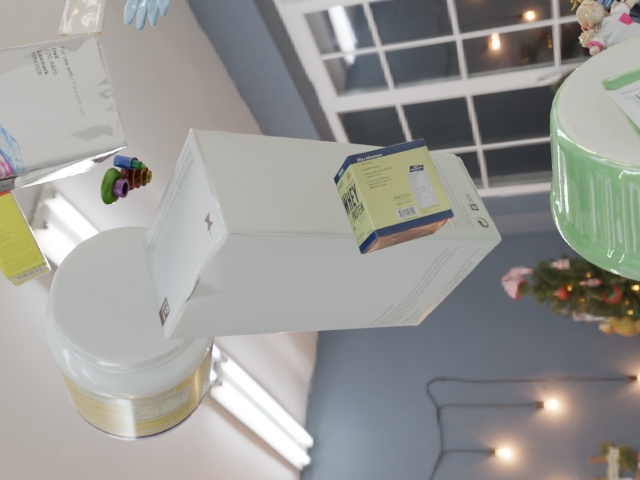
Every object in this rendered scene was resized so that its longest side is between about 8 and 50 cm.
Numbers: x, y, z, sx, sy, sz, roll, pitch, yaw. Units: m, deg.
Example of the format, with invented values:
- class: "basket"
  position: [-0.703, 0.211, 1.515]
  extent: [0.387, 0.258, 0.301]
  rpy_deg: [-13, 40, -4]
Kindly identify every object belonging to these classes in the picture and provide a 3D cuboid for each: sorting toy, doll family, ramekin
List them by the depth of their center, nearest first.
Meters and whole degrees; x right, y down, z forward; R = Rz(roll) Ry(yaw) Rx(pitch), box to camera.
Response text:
- class: "ramekin"
  position: [0.405, -0.110, 0.815]
  extent: [0.303, 0.303, 0.148]
  rpy_deg: [-76, -30, -43]
- class: "doll family"
  position: [0.436, -0.344, 1.002]
  extent: [0.263, 0.163, 0.118]
  rpy_deg: [-56, -6, -3]
- class: "sorting toy"
  position: [-0.263, -0.086, 1.006]
  extent: [0.102, 0.042, 0.061]
  rpy_deg: [-65, -17, -60]

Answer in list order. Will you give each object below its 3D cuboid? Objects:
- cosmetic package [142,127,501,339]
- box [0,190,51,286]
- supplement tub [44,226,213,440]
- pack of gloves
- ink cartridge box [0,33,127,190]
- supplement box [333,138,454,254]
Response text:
- class: "cosmetic package"
  position: [0.000, 0.000, 0.901]
  extent: [0.384, 0.217, 0.156]
  rpy_deg: [4, -129, -32]
- class: "box"
  position: [-0.457, -0.054, 1.018]
  extent: [0.232, 0.058, 0.087]
  rpy_deg: [63, 162, 5]
- class: "supplement tub"
  position: [-0.282, 0.149, 1.107]
  extent: [0.331, 0.240, 0.241]
  rpy_deg: [109, 170, -58]
- class: "pack of gloves"
  position: [-0.320, -0.438, 1.205]
  extent: [0.046, 0.195, 0.232]
  rpy_deg: [44, -131, -66]
- class: "ink cartridge box"
  position: [-0.357, -0.101, 0.718]
  extent: [0.278, 0.201, 0.117]
  rpy_deg: [-20, -83, -29]
- class: "supplement box"
  position: [0.069, -0.042, 0.701]
  extent: [0.056, 0.083, 0.083]
  rpy_deg: [127, 126, -68]
